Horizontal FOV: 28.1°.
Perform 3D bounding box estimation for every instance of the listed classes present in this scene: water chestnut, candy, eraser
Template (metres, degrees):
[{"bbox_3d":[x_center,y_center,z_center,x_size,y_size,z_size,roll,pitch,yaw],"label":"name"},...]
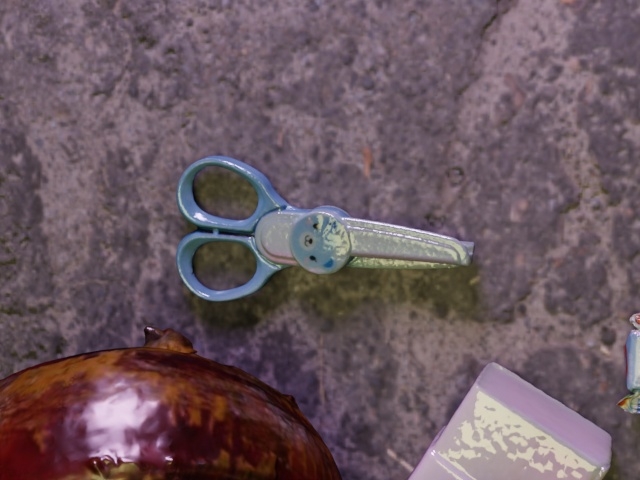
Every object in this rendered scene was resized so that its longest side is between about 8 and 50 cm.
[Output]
[{"bbox_3d":[-0.148,0.206,1.033,0.350,0.350,0.302,-15,54,17],"label":"water chestnut"},{"bbox_3d":[0.251,0.098,1.015,0.030,0.020,0.083,1,100,14],"label":"candy"},{"bbox_3d":[0.110,0.252,1.049,0.130,0.086,0.287,32,107,8],"label":"eraser"}]

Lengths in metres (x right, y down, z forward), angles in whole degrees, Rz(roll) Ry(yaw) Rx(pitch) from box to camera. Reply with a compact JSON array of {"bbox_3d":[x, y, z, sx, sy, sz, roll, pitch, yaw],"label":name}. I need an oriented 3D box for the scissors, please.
[{"bbox_3d":[0.000,0.000,1.062,0.256,0.030,0.125,6,103,16],"label":"scissors"}]
